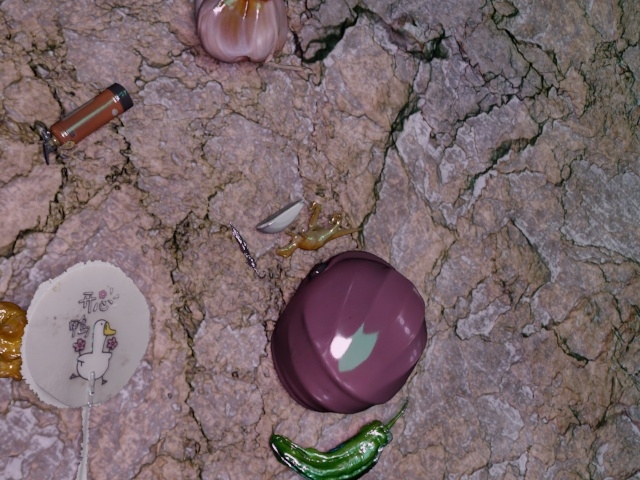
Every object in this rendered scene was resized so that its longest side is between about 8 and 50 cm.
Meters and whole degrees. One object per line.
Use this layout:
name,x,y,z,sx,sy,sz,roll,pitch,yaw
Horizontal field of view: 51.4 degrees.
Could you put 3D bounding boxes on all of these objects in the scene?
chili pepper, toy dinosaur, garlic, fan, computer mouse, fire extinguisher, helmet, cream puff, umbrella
chili pepper,0.046,0.383,1.237,0.278,0.065,0.122,-12,92,-21
toy dinosaur,0.000,0.000,1.286,0.162,0.039,0.126,29,94,-41
garlic,-0.092,-0.401,1.204,0.256,0.207,0.207,23,75,-28
fan,-0.365,0.237,1.055,0.233,0.012,0.415,-1,96,-51
computer mouse,-0.068,-0.040,1.244,0.110,0.056,0.032,-35,105,-26
fire extinguisher,-0.398,-0.197,1.120,0.177,0.050,0.062,-42,139,-21
helmet,0.078,0.161,1.210,0.338,0.197,0.271,-45,100,-21
cream puff,-0.474,0.149,1.007,0.094,0.116,0.122,16,62,-34
umbrella,-0.138,0.020,1.227,0.022,0.013,0.122,-38,99,-36
